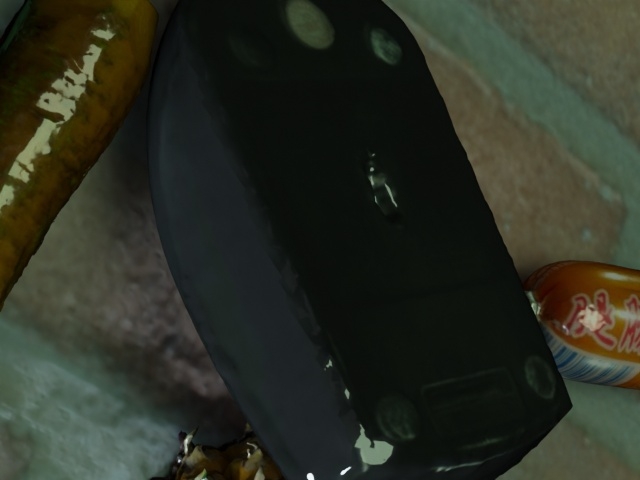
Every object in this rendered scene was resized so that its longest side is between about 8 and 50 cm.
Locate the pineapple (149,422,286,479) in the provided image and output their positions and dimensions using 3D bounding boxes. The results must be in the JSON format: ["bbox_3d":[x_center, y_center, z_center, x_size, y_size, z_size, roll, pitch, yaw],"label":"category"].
[{"bbox_3d":[-0.001,0.177,0.731,0.161,0.137,0.176,22,74,-34],"label":"pineapple"}]

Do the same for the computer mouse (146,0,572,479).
[{"bbox_3d":[0.000,0.000,0.743,0.170,0.100,0.269,-7,70,-45],"label":"computer mouse"}]

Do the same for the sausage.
[{"bbox_3d":[0.194,0.053,0.922,0.234,0.071,0.071,9,83,-36],"label":"sausage"}]

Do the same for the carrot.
[{"bbox_3d":[-0.148,-0.001,0.672,0.070,0.070,0.260,38,68,-29],"label":"carrot"}]
